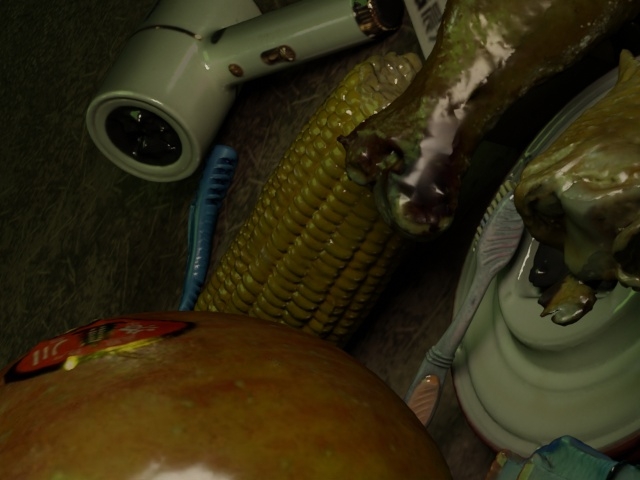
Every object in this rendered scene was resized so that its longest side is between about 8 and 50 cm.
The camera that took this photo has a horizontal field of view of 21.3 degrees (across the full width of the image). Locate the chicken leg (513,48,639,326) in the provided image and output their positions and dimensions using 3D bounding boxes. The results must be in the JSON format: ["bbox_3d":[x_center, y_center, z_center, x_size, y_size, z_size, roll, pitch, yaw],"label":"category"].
[{"bbox_3d":[0.248,-0.120,0.992,0.429,0.153,0.201,-48,25,-26],"label":"chicken leg"}]

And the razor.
[{"bbox_3d":[-0.130,0.018,1.693,0.082,0.042,0.253,83,-159,-64],"label":"razor"}]

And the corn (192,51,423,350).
[{"bbox_3d":[0.000,0.000,1.351,0.131,0.131,0.344,-98,31,-48],"label":"corn"}]

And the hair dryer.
[{"bbox_3d":[-0.055,-0.191,1.672,0.362,0.128,0.203,-13,38,39],"label":"hair dryer"}]

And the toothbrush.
[{"bbox_3d":[0.066,0.126,1.211,0.037,0.028,0.375,-103,33,-66],"label":"toothbrush"}]

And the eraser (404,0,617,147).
[{"bbox_3d":[0.130,-0.224,1.361,0.124,0.081,0.279,-39,55,37],"label":"eraser"}]

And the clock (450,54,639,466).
[{"bbox_3d":[0.196,0.006,1.138,0.318,0.080,0.318,-38,37,36],"label":"clock"}]

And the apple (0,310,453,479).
[{"bbox_3d":[-0.075,0.234,1.103,0.400,0.333,0.400,173,90,-72],"label":"apple"}]

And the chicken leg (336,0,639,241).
[{"bbox_3d":[0.132,-0.188,1.192,0.361,0.140,0.211,-41,69,-6],"label":"chicken leg"}]

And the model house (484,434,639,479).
[{"bbox_3d":[0.151,0.187,1.029,0.148,0.119,0.148,-63,21,1],"label":"model house"}]
